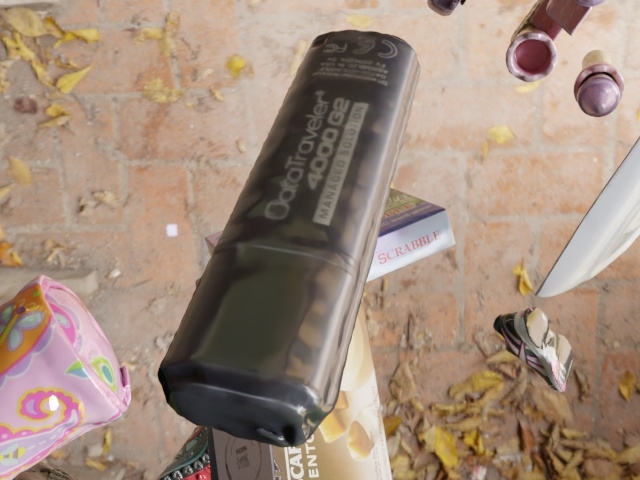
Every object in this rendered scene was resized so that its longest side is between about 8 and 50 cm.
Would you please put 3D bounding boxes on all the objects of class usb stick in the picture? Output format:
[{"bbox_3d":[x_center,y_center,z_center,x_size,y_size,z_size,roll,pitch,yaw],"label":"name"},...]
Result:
[{"bbox_3d":[-0.003,-0.024,0.398,0.077,0.278,0.045,9,138,10],"label":"usb stick"}]

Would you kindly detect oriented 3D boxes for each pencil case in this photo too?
[{"bbox_3d":[-0.271,0.143,0.515,0.284,0.124,0.124,-33,100,-8],"label":"pencil case"}]

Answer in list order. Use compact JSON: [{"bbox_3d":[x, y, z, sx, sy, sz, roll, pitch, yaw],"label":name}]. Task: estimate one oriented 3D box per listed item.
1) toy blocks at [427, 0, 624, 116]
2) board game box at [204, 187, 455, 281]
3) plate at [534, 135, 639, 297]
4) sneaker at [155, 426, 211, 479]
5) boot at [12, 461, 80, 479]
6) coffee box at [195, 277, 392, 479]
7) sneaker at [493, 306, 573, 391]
[{"bbox_3d":[0.311,-0.331,0.951,0.309,0.260,0.288,30,125,-1],"label":"toy blocks"},{"bbox_3d":[0.000,0.000,1.239,0.318,0.318,0.066,-22,110,-16],"label":"board game box"},{"bbox_3d":[0.418,-0.055,1.006,0.045,0.277,0.278,40,129,22],"label":"plate"},{"bbox_3d":[-0.165,0.334,1.165,0.262,0.125,0.104,-45,101,4],"label":"sneaker"},{"bbox_3d":[-0.463,0.439,1.318,0.260,0.348,0.131,19,86,-27],"label":"boot"},{"bbox_3d":[-0.025,0.146,0.696,0.098,0.141,0.246,-29,60,42],"label":"coffee box"},{"bbox_3d":[0.329,0.164,1.181,0.077,0.072,0.178,-4,131,46],"label":"sneaker"}]
